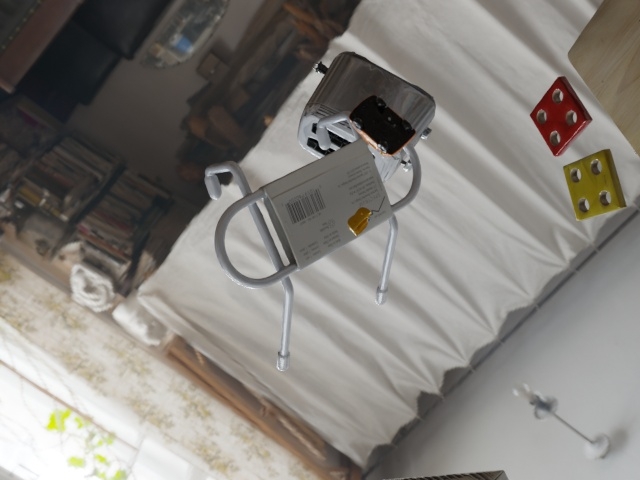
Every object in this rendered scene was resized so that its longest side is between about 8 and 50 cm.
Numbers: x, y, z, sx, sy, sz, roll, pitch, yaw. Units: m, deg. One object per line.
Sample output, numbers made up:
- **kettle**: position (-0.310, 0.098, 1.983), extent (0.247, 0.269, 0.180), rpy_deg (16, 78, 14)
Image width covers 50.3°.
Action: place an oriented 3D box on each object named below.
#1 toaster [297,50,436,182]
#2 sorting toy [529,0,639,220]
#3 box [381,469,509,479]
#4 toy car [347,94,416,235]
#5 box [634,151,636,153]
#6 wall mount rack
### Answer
- **toaster**: position (0.062, -0.196, 1.093), extent (0.146, 0.226, 0.129), rpy_deg (-59, 178, -28)
- **sorting toy**: position (0.244, -0.123, 0.457), extent (0.275, 0.046, 0.132), rpy_deg (113, -39, -53)
- **box**: position (0.189, 0.450, 1.103), extent (0.094, 0.113, 0.275), rpy_deg (-25, 180, -45)
- **toy car**: position (0.037, -0.064, 0.598), extent (0.122, 0.060, 0.040), rpy_deg (-61, 167, -13)
- **box**: position (0.447, -0.144, 0.738), extent (0.147, 0.078, 0.180), rpy_deg (-7, -176, 0)
- **wall mount rack**: position (0.000, 0.000, 0.938), extent (0.350, 0.304, 0.130), rpy_deg (-29, -167, -32)
